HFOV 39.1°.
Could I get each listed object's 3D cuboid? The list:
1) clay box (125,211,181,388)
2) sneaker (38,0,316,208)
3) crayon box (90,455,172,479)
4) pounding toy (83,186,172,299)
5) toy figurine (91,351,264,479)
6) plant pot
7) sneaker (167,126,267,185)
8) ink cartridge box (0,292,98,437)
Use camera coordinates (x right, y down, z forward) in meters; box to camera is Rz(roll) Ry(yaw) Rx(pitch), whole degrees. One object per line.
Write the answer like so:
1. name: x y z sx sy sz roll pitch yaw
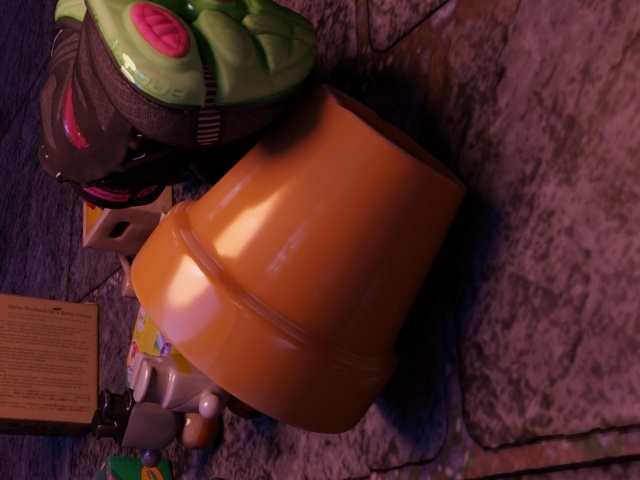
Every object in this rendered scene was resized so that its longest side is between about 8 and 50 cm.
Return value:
1. clay box: -0.167 0.090 1.037 0.127 0.053 0.222 33 112 58
2. sneaker: -0.138 -0.116 0.767 0.483 0.185 0.202 -150 70 -69
3. crayon box: -0.252 0.398 1.066 0.278 0.081 0.165 -55 38 37
4. pounding toy: -0.277 -0.021 1.220 0.181 0.094 0.206 -41 47 48
5. toy figurine: -0.127 0.219 0.851 0.213 0.148 0.210 -45 39 49
6. plant pot: 0.000 0.000 0.652 0.188 0.205 0.205 -53 36 13
7. sneaker: -0.138 -0.108 0.999 0.276 0.097 0.135 -32 52 51
8. ink cartridge box: -0.451 0.182 1.323 0.088 0.234 0.193 -41 47 47
